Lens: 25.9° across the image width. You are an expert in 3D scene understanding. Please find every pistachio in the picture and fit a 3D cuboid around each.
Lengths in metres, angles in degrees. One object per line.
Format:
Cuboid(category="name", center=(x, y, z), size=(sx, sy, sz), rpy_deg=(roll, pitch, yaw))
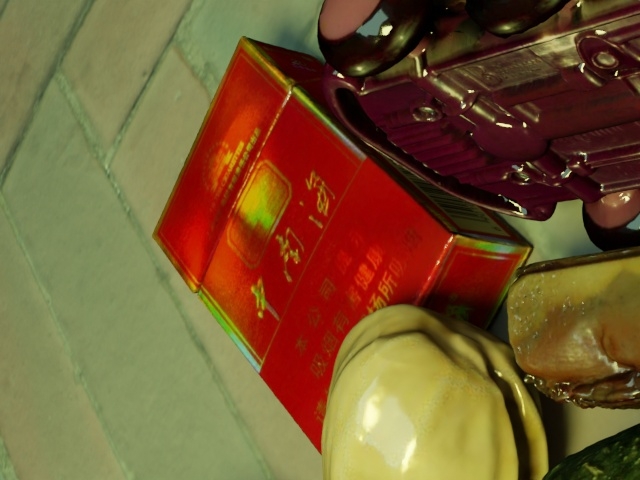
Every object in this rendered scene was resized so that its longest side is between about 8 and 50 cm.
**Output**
Cuboid(category="pistachio", center=(0.066, 0.155, 0.894), size=(0.157, 0.157, 0.229), rpy_deg=(23, 119, 50))

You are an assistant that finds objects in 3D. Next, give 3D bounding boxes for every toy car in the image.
Cuboid(category="toy car", center=(0.170, -0.153, 0.784), size=(0.341, 0.271, 0.240), rpy_deg=(-10, 57, 49))

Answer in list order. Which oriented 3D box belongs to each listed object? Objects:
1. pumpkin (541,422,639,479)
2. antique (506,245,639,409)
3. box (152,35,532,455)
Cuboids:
Cuboid(category="pumpkin", center=(0.201, 0.172, 0.661), size=(0.293, 0.263, 0.197), rpy_deg=(-25, 56, 52))
Cuboid(category="antique", center=(0.243, 0.045, 0.767), size=(0.310, 0.087, 0.093), rpy_deg=(-10, 76, 48))
Cuboid(category="box", center=(0.000, 0.001, 1.066), size=(0.313, 0.089, 0.197), rpy_deg=(47, 120, 45))
